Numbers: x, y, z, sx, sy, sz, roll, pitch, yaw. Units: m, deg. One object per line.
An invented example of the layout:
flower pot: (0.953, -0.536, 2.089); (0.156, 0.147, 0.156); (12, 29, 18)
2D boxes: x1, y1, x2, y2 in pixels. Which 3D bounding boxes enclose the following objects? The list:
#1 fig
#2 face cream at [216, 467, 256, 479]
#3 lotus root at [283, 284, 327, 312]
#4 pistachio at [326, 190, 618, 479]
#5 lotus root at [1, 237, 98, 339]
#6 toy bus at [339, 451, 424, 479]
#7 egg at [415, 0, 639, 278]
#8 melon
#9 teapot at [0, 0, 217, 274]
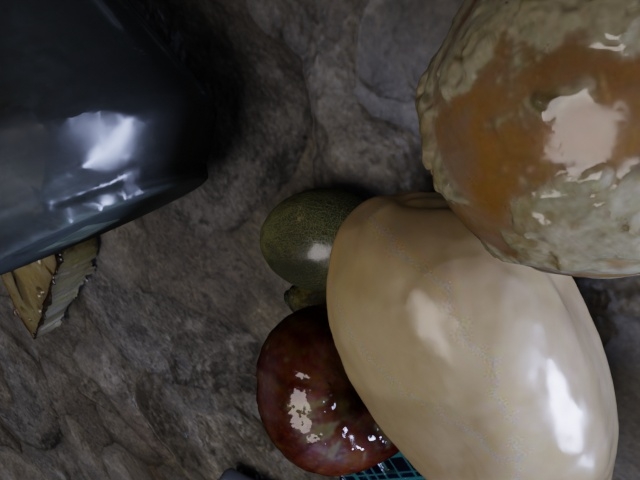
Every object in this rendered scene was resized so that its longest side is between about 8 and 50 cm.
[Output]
fig: (0.011, 0.128, 0.630); (0.160, 0.231, 0.143); (40, 97, -9)
face cream: (-0.034, 0.421, 0.896); (0.269, 0.073, 0.107); (21, 132, 23)
lotus root: (0.000, 0.059, 0.665); (0.099, 0.054, 0.049); (-14, 87, 38)
pistachio: (0.120, 0.090, 0.504); (0.187, 0.187, 0.299); (-21, 104, 41)
lotus root: (-0.412, 0.025, 0.916); (0.170, 0.074, 0.261); (50, 134, -1)
toy bus: (0.075, 0.212, 0.691); (0.160, 0.079, 0.091); (-23, 104, 39)
egg: (0.174, -0.082, 0.360); (0.245, 0.203, 0.203); (-27, 101, 17)
melon: (0.000, 0.000, 0.601); (0.131, 0.098, 0.098); (-4, 114, 42)
teapot: (-0.292, -0.165, 0.538); (0.306, 0.376, 0.361); (-25, 95, 11)
